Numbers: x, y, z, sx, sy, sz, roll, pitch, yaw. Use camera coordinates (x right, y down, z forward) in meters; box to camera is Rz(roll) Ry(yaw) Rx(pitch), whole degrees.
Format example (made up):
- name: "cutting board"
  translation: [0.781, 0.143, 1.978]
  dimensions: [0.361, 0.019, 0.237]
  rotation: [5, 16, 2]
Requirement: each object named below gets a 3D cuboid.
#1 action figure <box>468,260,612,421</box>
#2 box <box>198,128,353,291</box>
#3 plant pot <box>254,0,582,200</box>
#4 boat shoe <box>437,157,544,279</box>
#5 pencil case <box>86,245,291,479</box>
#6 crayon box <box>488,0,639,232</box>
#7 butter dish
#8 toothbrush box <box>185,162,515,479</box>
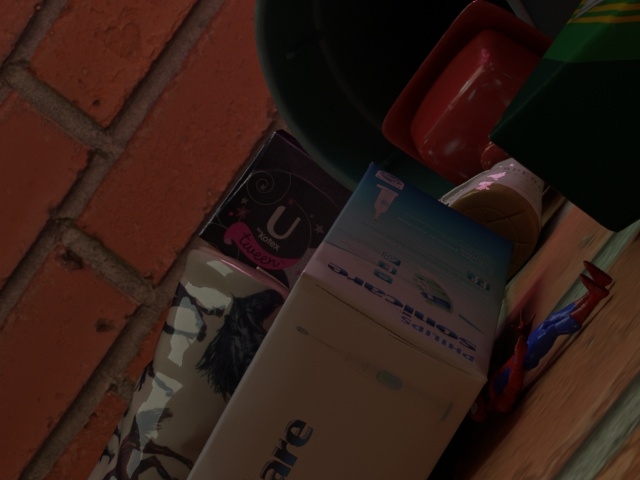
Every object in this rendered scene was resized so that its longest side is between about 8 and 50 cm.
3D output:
- name: "action figure"
  translation: [0.120, 0.061, 0.931]
  dimensions: [0.115, 0.030, 0.038]
  rotation: [-56, 3, 23]
- name: "box"
  translation: [0.000, 0.000, 1.979]
  dimensions: [0.163, 0.247, 0.142]
  rotation: [-54, 0, 5]
- name: "plant pot"
  translation: [0.161, -0.250, 1.720]
  dimensions: [0.334, 0.341, 0.341]
  rotation: [-45, -5, -43]
- name: "boat shoe"
  translation: [0.096, 0.026, 1.369]
  dimensions: [0.277, 0.098, 0.096]
  rotation: [-40, 9, 40]
- name: "pencil case"
  translation: [-0.116, 0.206, 1.310]
  dimensions: [0.410, 0.160, 0.183]
  rotation: [-64, 14, -9]
- name: "crayon box"
  translation: [0.269, -0.207, 0.870]
  dimensions: [0.363, 0.106, 0.313]
  rotation: [-54, 1, -21]
- name: "butter dish"
  translation: [0.152, -0.091, 1.380]
  dimensions: [0.160, 0.160, 0.118]
  rotation: [-53, 15, 27]
- name: "toothbrush box"
  translation: [0.016, 0.097, 1.065]
  dimensions: [0.216, 0.126, 0.295]
  rotation: [-61, -2, 17]
